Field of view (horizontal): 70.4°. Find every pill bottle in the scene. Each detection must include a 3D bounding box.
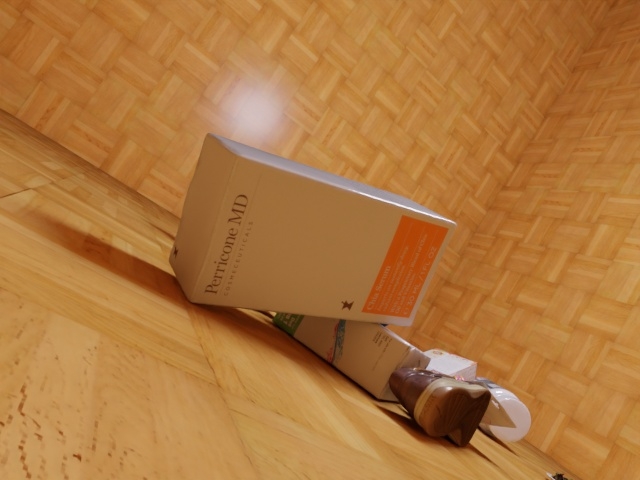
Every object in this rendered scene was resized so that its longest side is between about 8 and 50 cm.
[{"bbox_3d":[0.591,0.577,1.558,0.161,0.161,0.283,32,-4,2],"label":"pill bottle"}]

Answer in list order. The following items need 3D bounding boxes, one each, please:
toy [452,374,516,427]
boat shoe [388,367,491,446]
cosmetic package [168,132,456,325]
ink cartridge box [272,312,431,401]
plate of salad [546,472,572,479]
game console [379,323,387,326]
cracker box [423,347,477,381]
[{"bbox_3d":[0.325,0.355,1.052,0.137,0.056,0.237,52,-35,-11],"label":"toy"},{"bbox_3d":[0.229,0.307,0.871,0.123,0.123,0.342,26,-4,39],"label":"boat shoe"},{"bbox_3d":[0.000,0.000,0.796,0.453,0.230,0.161,12,16,-34],"label":"cosmetic package"},{"bbox_3d":[0.069,0.209,0.952,0.278,0.117,0.201,29,-6,31],"label":"ink cartridge box"},{"bbox_3d":[0.719,0.693,1.233,0.200,0.048,0.200,32,-4,3],"label":"plate of salad"},{"bbox_3d":[0.078,0.204,1.457,0.173,0.250,0.293,62,-11,-9],"label":"game console"},{"bbox_3d":[0.378,0.420,1.463,0.232,0.067,0.156,0,9,-44],"label":"cracker box"}]
